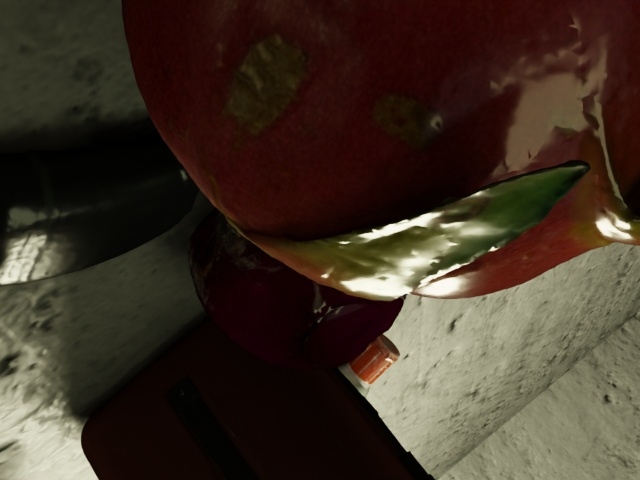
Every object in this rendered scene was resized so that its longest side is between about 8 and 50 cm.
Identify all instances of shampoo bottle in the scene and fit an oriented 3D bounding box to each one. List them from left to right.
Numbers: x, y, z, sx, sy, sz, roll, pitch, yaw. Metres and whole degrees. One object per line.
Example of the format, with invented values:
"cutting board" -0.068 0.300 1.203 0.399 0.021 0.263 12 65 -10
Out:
"shampoo bottle" 0.010 0.205 1.229 0.221 0.051 0.108 -47 156 12

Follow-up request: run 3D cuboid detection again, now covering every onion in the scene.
"onion" 0.005 0.012 0.720 0.173 0.135 0.198 12 134 -40

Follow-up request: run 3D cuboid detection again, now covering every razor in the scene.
"razor" -0.138 -0.019 0.576 0.148 0.054 0.090 -18 155 -44

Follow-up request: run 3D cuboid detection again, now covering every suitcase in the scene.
"suitcase" -0.046 0.216 0.844 0.236 0.297 0.161 -40 149 -4

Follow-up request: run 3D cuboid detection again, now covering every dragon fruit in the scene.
"dragon fruit" 0.072 -0.124 0.418 0.291 0.290 0.189 -20 169 -42
